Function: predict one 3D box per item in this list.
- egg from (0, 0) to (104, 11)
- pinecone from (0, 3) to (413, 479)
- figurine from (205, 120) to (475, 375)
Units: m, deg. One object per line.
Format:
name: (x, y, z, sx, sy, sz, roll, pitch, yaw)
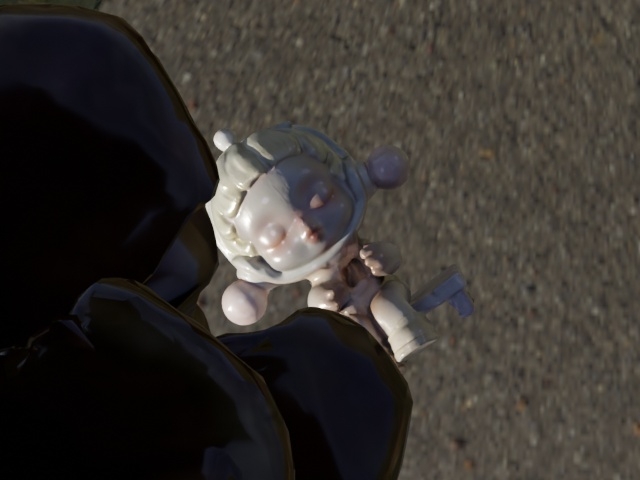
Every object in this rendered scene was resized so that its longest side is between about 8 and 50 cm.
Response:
egg: (-0.231, -0.167, 1.082, 0.228, 0.177, 0.177, -14, 119, -14)
pinecone: (-0.153, 0.115, 0.372, 0.384, 0.384, 0.384, 4, 119, 6)
figurine: (0.006, -0.004, 1.479, 0.182, 0.144, 0.257, -38, 89, 24)
